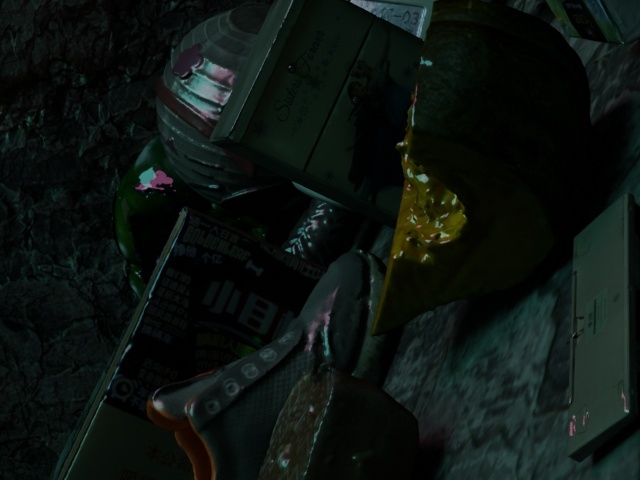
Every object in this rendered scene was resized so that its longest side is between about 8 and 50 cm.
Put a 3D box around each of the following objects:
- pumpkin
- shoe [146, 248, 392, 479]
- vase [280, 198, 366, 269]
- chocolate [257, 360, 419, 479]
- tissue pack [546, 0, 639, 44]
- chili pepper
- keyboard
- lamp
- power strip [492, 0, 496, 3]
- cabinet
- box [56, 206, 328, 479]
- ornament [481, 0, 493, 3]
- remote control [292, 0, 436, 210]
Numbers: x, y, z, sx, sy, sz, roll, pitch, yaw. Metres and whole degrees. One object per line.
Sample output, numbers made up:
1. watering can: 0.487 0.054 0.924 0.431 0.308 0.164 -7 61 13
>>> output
1. pumpkin: 0.111 -0.034 0.852 0.248 0.126 0.130 98 180 -57
2. shoe: -0.060 0.144 1.071 0.336 0.171 0.132 -69 12 -19
3. vase: 0.000 0.000 1.298 0.237 0.115 0.115 -62 12 4
4. chocolate: 0.001 0.199 0.881 0.214 0.093 0.148 -69 14 -16
5. tissue pack: 0.202 -0.159 0.795 0.085 0.079 0.111 -33 13 0
6. chili pepper: -0.127 -0.034 1.605 0.256 0.249 0.233 -64 -11 -53
7. keyboard: 0.158 0.046 0.694 0.055 0.017 0.166 -48 20 42
8. lamp: -0.069 -0.138 1.390 0.233 0.233 0.265 -62 34 13
9. power strip: 0.143 -0.273 1.334 0.167 0.054 0.253 -68 13 -18
10. cabinet: 0.033 -0.107 1.087 0.145 0.206 0.150 -65 12 -3
11. box: -0.105 0.146 1.198 0.310 0.198 0.084 -65 10 1
12. ornament: 0.195 -0.335 1.066 0.130 0.120 0.285 -108 43 -78
13. remote control: 0.063 -0.173 1.222 0.056 0.140 0.296 15 -92 -61
